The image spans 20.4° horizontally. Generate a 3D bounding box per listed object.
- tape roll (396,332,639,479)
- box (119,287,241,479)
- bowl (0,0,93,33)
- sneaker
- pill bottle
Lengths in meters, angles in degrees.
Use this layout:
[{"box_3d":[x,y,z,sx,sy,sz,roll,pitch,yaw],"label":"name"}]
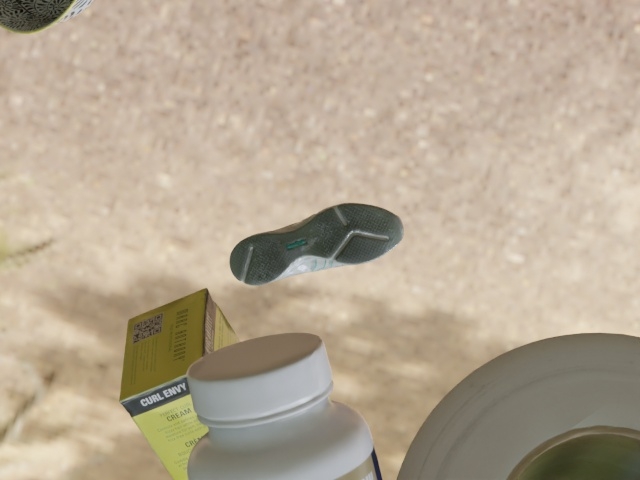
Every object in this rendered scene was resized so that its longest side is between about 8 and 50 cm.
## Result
[{"box_3d":[0.155,0.193,1.042,0.246,0.246,0.169,14,159,4],"label":"tape roll"},{"box_3d":[-0.043,0.146,1.106,0.058,0.087,0.232,-23,122,13],"label":"box"},{"box_3d":[-0.259,-0.284,1.761,0.170,0.170,0.080,2,180,36],"label":"bowl"},{"box_3d":[0.000,0.000,1.521,0.152,0.054,0.061,-12,-179,16],"label":"sneaker"},{"box_3d":[-0.013,0.136,0.882,0.094,0.169,0.094,-13,-168,3],"label":"pill bottle"}]
